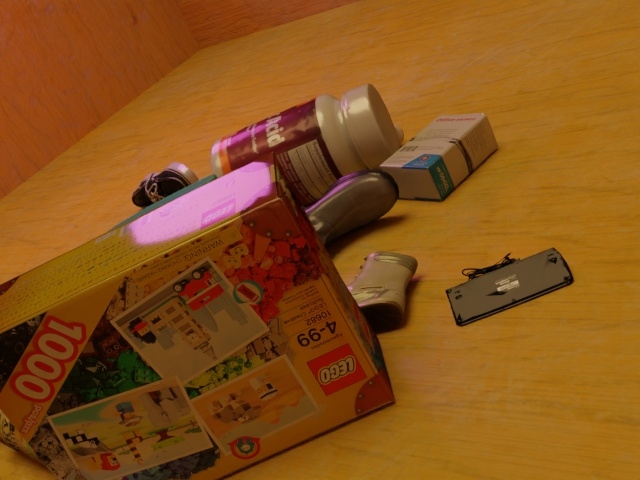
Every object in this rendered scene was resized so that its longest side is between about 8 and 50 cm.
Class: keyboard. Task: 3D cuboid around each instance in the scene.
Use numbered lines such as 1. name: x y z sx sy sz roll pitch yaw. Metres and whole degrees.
1. keyboard: 0.295 0.070 1.398 0.192 0.038 0.100 -22 48 12

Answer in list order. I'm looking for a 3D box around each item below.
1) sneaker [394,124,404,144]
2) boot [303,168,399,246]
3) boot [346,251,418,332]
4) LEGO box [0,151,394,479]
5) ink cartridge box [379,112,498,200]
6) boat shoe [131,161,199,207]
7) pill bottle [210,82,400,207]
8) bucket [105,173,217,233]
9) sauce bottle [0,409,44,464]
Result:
1. sneaker: 0.122 -0.251 2.162 0.212 0.080 0.094 -9 19 39
2. boot: 0.000 0.000 1.768 0.338 0.118 0.222 -27 24 30
3. boot: 0.057 0.093 1.539 0.213 0.077 0.165 -10 30 25
4. LEGO box: -0.200 0.156 1.327 0.500 0.372 0.193 -26 24 7
5. ink cartridge box: 0.248 -0.175 1.851 0.203 0.086 0.148 -40 27 -27
6. boat shoe: -0.447 -0.143 2.508 0.306 0.113 0.105 0 43 51
7. pill bottle: -0.032 -0.197 2.026 0.392 0.224 0.224 -21 25 17
8. bucket: -0.262 0.009 1.690 0.281 0.183 0.281 -28 10 5
9. sauce bottle: -0.541 0.341 1.654 0.344 0.111 0.111 0 36 50
